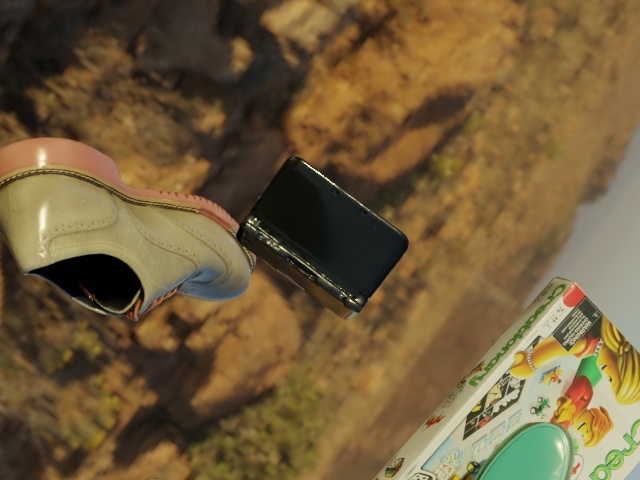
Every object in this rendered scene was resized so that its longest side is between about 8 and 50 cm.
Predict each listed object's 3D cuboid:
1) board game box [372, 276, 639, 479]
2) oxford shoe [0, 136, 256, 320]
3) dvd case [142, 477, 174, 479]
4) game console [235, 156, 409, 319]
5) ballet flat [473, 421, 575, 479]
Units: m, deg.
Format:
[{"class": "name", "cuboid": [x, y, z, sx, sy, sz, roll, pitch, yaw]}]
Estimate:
[{"class": "board game box", "cuboid": [0.210, 0.213, 1.643, 0.305, 0.193, 0.053, -47, -163, -8]}, {"class": "oxford shoe", "cuboid": [-0.173, 0.021, 1.459, 0.123, 0.130, 0.348, -23, 154, 28]}, {"class": "dvd case", "cuboid": [-0.197, 0.246, 1.560, 0.087, 0.119, 0.013, 169, -83, -66]}, {"class": "game console", "cuboid": [0.000, 0.000, 1.332, 0.071, 0.122, 0.107, -53, 180, -11]}, {"class": "ballet flat", "cuboid": [0.166, 0.285, 1.515, 0.247, 0.083, 0.087, -62, 162, -12]}]
